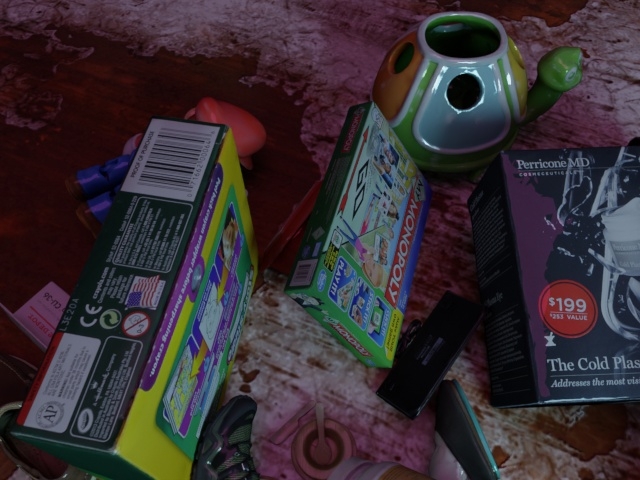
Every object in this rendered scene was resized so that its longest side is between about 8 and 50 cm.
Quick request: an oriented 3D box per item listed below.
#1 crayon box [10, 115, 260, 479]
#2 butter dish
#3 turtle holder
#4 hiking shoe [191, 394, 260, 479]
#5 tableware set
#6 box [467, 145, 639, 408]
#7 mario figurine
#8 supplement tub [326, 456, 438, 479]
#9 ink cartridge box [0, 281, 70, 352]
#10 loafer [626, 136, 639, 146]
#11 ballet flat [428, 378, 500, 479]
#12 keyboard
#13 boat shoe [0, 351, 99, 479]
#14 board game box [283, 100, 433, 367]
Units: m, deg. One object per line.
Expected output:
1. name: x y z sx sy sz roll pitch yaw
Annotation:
1. crayon box: -0.175 0.096 0.687 0.106 0.313 0.363 8 58 6
2. butter dish: 0.000 0.000 0.863 0.118 0.160 0.160 38 63 -5
3. turtle holder: 0.243 -0.236 0.944 0.320 0.227 0.243 19 59 12
4. hiking shoe: -0.093 0.298 0.674 0.114 0.086 0.227 9 61 9
5. tableware set: -0.036 0.299 0.722 0.194 0.039 0.128 -39 66 -21
6. box: 0.395 0.051 0.756 0.343 0.179 0.312 -3 72 -1
7. mario figurine: -0.232 -0.106 0.952 0.320 0.170 0.198 -27 98 -4
8. supplement tub: 0.102 0.327 0.614 0.200 0.144 0.144 10 55 37
9. ink cartridge box: -0.310 0.131 0.734 0.115 0.198 0.067 33 64 19
10. loafer: 0.523 -0.087 0.937 0.078 0.080 0.220 7 59 4
11. ballet flat: 0.191 0.306 0.691 0.096 0.095 0.280 -27 61 -2
12. keyboard: 0.146 0.150 0.792 0.180 0.023 0.108 -52 33 -11
13. boat shoe: -0.381 0.220 0.738 0.257 0.095 0.095 34 64 19
14. board game box: 0.071 -0.011 0.821 0.046 0.213 0.317 -7 51 37
